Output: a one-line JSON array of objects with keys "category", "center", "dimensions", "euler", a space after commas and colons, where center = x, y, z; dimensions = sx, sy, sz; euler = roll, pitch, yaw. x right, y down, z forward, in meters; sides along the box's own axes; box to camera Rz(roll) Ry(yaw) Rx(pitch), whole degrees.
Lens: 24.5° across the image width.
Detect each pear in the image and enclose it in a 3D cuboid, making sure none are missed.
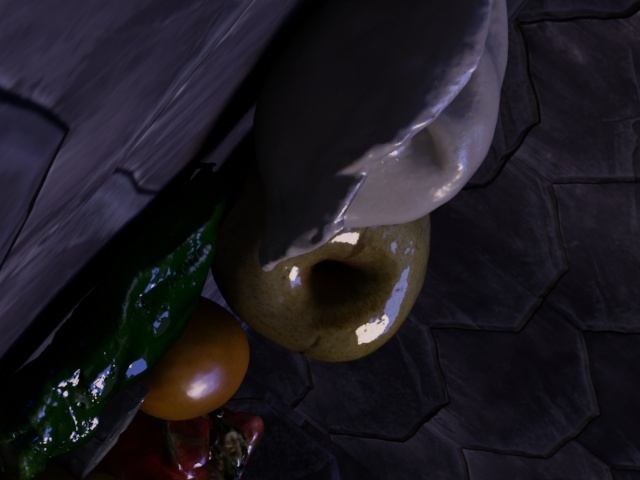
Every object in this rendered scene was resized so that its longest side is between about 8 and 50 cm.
[{"category": "pear", "center": [0.000, 0.000, 1.048], "dimensions": [0.167, 0.167, 0.136], "euler": [-52, -154, 8]}]

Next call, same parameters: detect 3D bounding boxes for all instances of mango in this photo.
[{"category": "mango", "center": [-0.099, 0.075, 1.044], "dimensions": [0.184, 0.102, 0.084], "euler": [-58, 166, -83]}]

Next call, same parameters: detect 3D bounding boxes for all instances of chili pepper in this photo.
[{"category": "chili pepper", "center": [-0.106, 0.041, 0.825], "dimensions": [0.224, 0.061, 0.098], "euler": [-48, 170, -37]}]

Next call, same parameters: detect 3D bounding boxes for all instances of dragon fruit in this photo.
[{"category": "dragon fruit", "center": [-0.155, 0.227, 1.096], "dimensions": [0.200, 0.198, 0.269], "euler": [-4, -123, 46]}]

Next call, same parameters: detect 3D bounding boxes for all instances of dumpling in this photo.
[{"category": "dumpling", "center": [0.040, -0.085, 0.861], "dimensions": [0.250, 0.132, 0.162], "euler": [-52, -178, -6]}]

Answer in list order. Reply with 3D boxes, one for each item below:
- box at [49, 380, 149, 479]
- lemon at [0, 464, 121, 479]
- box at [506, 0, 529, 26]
[{"category": "box", "center": [-0.148, 0.101, 0.898], "dimensions": [0.060, 0.063, 0.084], "euler": [-52, 179, -34]}, {"category": "lemon", "center": [-0.177, 0.231, 0.936], "dimensions": [0.206, 0.173, 0.173], "euler": [-10, 160, -22]}, {"category": "box", "center": [0.141, -0.226, 1.317], "dimensions": [0.373, 0.090, 0.367], "euler": [-53, 177, 11]}]
